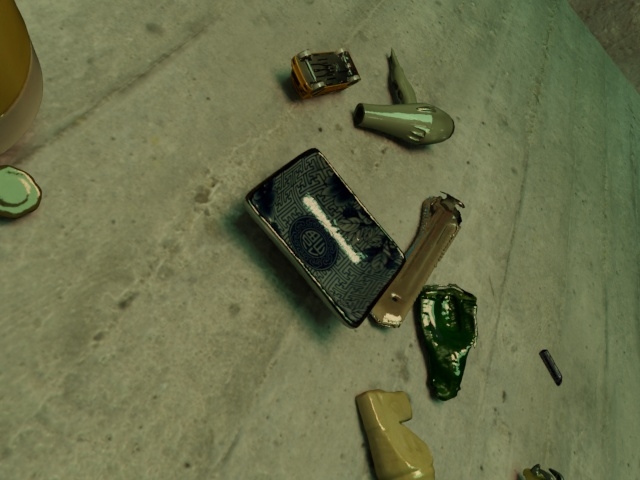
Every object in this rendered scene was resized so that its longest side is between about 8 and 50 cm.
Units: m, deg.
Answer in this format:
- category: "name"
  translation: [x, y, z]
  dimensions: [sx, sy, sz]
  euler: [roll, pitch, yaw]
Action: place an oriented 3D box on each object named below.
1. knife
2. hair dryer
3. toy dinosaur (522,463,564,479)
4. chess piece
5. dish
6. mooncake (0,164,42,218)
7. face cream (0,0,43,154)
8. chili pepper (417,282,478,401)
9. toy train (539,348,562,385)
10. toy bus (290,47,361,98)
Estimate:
- category: "knife"
  translation: [0.182, 0.029, 0.870]
  dimensions: [0.089, 0.043, 0.365]
  euler: [25, 49, 18]
- category: "hair dryer"
  translation: [0.140, -0.305, 0.991]
  dimensions: [0.229, 0.092, 0.267]
  euler: [-17, 66, -35]
- category: "toy dinosaur"
  translation: [0.415, 0.472, 0.716]
  dimensions: [0.094, 0.259, 0.153]
  euler: [11, 90, -31]
- category: "chess piece"
  translation: [0.116, 0.311, 0.663]
  dimensions: [0.090, 0.090, 0.200]
  euler: [3, 56, -37]
- category: "dish"
  translation: [0.000, 0.000, 0.713]
  dimensions: [0.243, 0.080, 0.182]
  euler: [50, 48, -5]
- category: "mooncake"
  translation: [-0.395, -0.189, 0.516]
  dimensions: [0.150, 0.057, 0.347]
  euler: [4, 66, -40]
- category: "face cream"
  translation: [-0.381, -0.187, 0.400]
  dimensions: [0.218, 0.179, 0.218]
  euler: [5, 75, -18]
- category: "chili pepper"
  translation: [0.215, 0.167, 0.815]
  dimensions: [0.108, 0.062, 0.216]
  euler: [8, 63, 3]
- category: "toy train"
  translation: [0.505, 0.276, 1.013]
  dimensions: [0.017, 0.017, 0.083]
  euler: [-27, 87, -41]
- category: "toy bus"
  translation: [0.002, -0.307, 0.867]
  dimensions: [0.162, 0.074, 0.069]
  euler: [-28, 95, -44]
